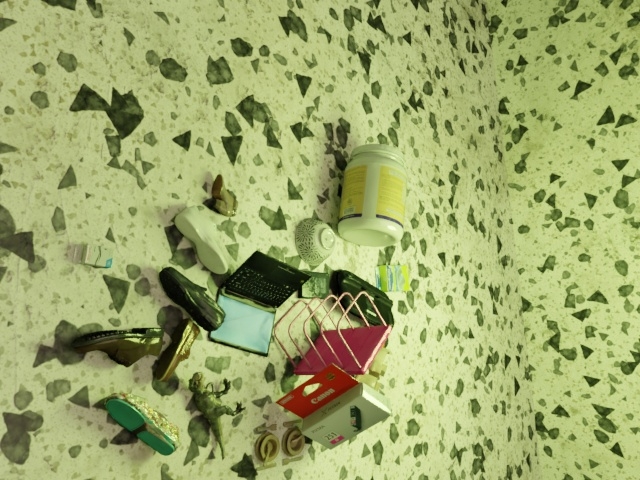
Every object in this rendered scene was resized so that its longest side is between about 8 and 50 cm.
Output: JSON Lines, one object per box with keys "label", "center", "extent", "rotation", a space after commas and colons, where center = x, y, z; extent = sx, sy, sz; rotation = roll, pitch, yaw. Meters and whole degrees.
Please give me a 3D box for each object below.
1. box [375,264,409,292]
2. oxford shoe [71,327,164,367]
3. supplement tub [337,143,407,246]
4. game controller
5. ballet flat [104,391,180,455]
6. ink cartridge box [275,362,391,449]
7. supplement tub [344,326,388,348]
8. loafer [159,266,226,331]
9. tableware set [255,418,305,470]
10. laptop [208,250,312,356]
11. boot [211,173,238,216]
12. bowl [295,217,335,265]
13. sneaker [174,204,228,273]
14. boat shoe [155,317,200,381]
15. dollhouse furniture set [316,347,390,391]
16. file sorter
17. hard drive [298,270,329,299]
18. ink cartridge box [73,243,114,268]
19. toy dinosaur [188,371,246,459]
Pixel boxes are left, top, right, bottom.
{"label": "box", "center": [0.295, 0.155, 2.134], "extent": [0.178, 0.043, 0.108], "rotation": [2, 81, -48]}
{"label": "oxford shoe", "center": [-0.478, 0.260, 1.256], "extent": [0.227, 0.083, 0.096], "rotation": [7, 82, -45]}
{"label": "supplement tub", "center": [0.196, -0.164, 1.940], "extent": [0.241, 0.241, 0.330], "rotation": [25, 66, -42]}
{"label": "game controller", "center": [0.171, 0.228, 1.956], "extent": [0.319, 0.067, 0.166], "rotation": [32, 48, -39]}
{"label": "ballet flat", "center": [-0.433, 0.436, 1.287], "extent": [0.240, 0.091, 0.077], "rotation": [58, 17, -28]}
{"label": "ink cartridge box", "center": [0.034, 0.509, 1.589], "extent": [0.239, 0.275, 0.060], "rotation": [37, 31, -21]}
{"label": "supplement tub", "center": [0.163, 0.367, 1.907], "extent": [0.198, 0.106, 0.105], "rotation": [9, 76, -46]}
{"label": "loafer", "center": [-0.344, 0.151, 1.421], "extent": [0.223, 0.076, 0.078], "rotation": [50, 38, -17]}
{"label": "tableware set", "center": [-0.114, 0.629, 1.609], "extent": [0.194, 0.039, 0.128], "rotation": [9, 76, -46]}
{"label": "laptop", "center": [-0.173, 0.193, 1.552], "extent": [0.234, 0.264, 0.136], "rotation": [28, 27, -42]}
{"label": "boot", "center": [-0.282, -0.129, 1.572], "extent": [0.087, 0.042, 0.118], "rotation": [24, 67, -49]}
{"label": "bowl", "center": [0.000, 0.000, 1.817], "extent": [0.170, 0.080, 0.169], "rotation": [9, 77, -46]}
{"label": "sneaker", "center": [-0.316, -0.006, 1.488], "extent": [0.212, 0.080, 0.094], "rotation": [59, 35, -20]}
{"label": "boat shoe", "center": [-0.369, 0.293, 1.378], "extent": [0.060, 0.064, 0.177], "rotation": [44, 51, -31]}
{"label": "dollhouse furniture set", "center": [0.126, 0.444, 1.807], "extent": [0.355, 0.174, 0.303], "rotation": [-54, 159, -51]}
{"label": "file sorter", "center": [0.029, 0.285, 1.643], "extent": [0.202, 0.291, 0.182], "rotation": [-47, 114, -43]}
{"label": "hard drive", "center": [-0.023, 0.155, 1.806], "extent": [0.135, 0.022, 0.094], "rotation": [9, 76, -46]}
{"label": "ink cartridge box", "center": [-0.545, 0.037, 1.262], "extent": [0.083, 0.028, 0.048], "rotation": [16, 71, -44]}
{"label": "toy dinosaur", "center": [-0.280, 0.458, 1.451], "extent": [0.118, 0.064, 0.268], "rotation": [-31, 108, -39]}
